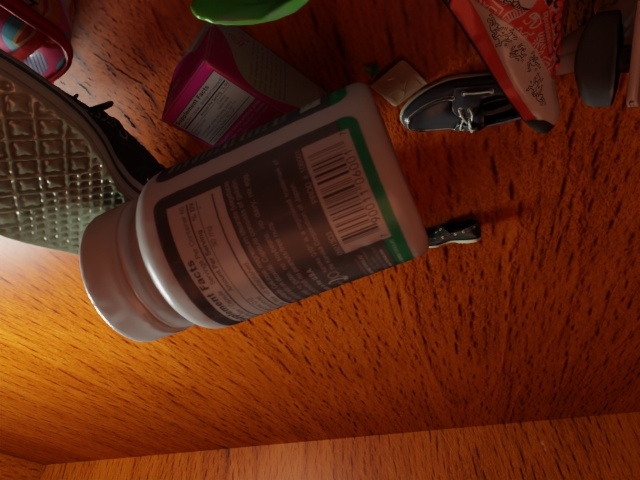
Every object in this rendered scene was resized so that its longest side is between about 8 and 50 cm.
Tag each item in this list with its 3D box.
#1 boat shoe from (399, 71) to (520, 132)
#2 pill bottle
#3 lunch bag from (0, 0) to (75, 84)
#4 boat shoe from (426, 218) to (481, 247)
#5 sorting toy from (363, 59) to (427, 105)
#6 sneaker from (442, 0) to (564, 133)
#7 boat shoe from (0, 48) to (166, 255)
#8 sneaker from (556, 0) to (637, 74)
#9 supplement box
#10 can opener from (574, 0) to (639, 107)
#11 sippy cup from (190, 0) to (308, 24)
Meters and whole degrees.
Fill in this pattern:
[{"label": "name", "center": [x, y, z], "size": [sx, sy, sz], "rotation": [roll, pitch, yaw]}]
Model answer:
[{"label": "boat shoe", "center": [0.215, -0.187, 0.656], "size": [0.206, 0.065, 0.075], "rotation": [-12, 142, 14]}, {"label": "pill bottle", "center": [-0.076, -0.018, 0.551], "size": [0.361, 0.204, 0.204], "rotation": [-21, 140, 13]}, {"label": "lunch bag", "center": [-0.432, -0.226, 0.522], "size": [0.293, 0.120, 0.258], "rotation": [-19, 159, 21]}, {"label": "boat shoe", "center": [0.242, -0.014, 0.913], "size": [0.133, 0.049, 0.042], "rotation": [-9, 116, 21]}, {"label": "sorting toy", "center": [0.099, -0.224, 0.647], "size": [0.083, 0.012, 0.062], "rotation": [26, 140, -37]}, {"label": "sneaker", "center": [0.241, -0.250, 0.514], "size": [0.145, 0.090, 0.270], "rotation": [-31, 117, 32]}, {"label": "boat shoe", "center": [-0.326, -0.094, 0.606], "size": [0.186, 0.156, 0.500], "rotation": [-33, 156, 3]}, {"label": "sneaker", "center": [0.377, -0.301, 0.510], "size": [0.290, 0.106, 0.123], "rotation": [-28, 103, 42]}, {"label": "supplement box", "center": [-0.079, -0.173, 0.627], "size": [0.220, 0.111, 0.114], "rotation": [28, 134, -33]}, {"label": "can opener", "center": [0.308, -0.268, 0.458], "size": [0.093, 0.074, 0.280], "rotation": [14, 123, 36]}, {"label": "sippy cup", "center": [-0.092, -0.333, 0.336], "size": [0.224, 0.240, 0.306], "rotation": [6, 105, 8]}]
